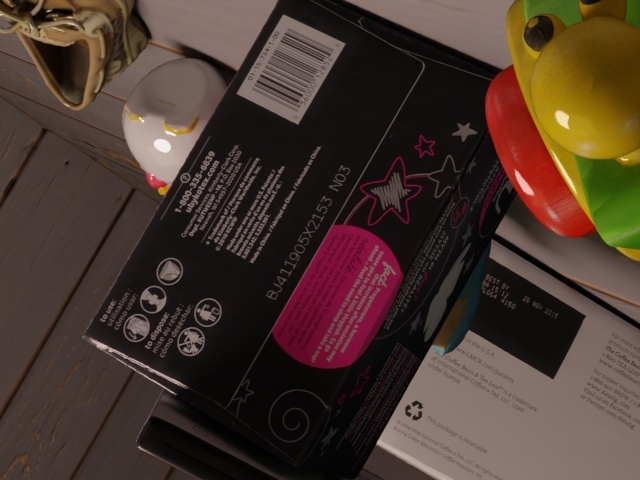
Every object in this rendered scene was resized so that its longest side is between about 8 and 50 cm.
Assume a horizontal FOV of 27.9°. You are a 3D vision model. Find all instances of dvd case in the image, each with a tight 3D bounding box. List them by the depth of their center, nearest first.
[{"bbox_3d":[-0.023,0.142,0.807,0.180,0.022,0.253,28,178,-3],"label":"dvd case"}]

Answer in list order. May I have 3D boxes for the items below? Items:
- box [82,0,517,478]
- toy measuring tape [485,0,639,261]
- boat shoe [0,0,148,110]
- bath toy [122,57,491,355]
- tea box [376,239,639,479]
[{"bbox_3d":[0.000,0.000,0.797,0.163,0.247,0.142,28,174,21],"label":"box"},{"bbox_3d":[0.149,-0.051,0.509,0.121,0.121,0.330,26,-170,28],"label":"toy measuring tape"},{"bbox_3d":[-0.210,-0.179,1.055,0.104,0.089,0.285,29,173,11],"label":"boat shoe"},{"bbox_3d":[-0.023,-0.031,1.088,0.348,0.151,0.129,29,158,24],"label":"bath toy"},{"bbox_3d":[0.186,0.159,1.325,0.329,0.220,0.323,31,174,-11],"label":"tea box"}]
